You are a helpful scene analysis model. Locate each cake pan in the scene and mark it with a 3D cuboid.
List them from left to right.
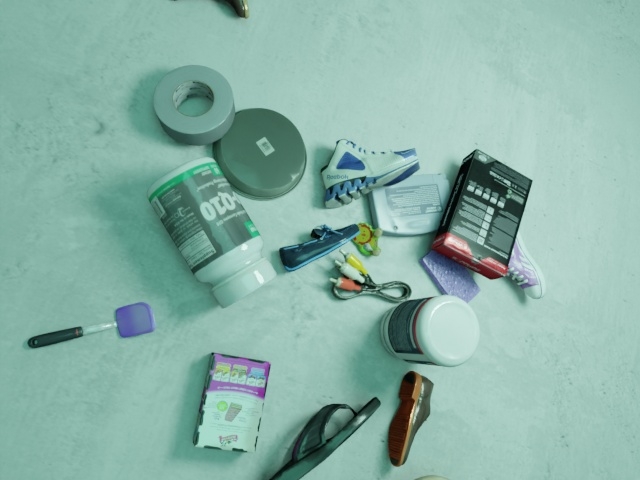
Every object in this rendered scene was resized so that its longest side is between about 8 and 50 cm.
[{"bbox_3d":[-0.172,-0.267,1.457,0.292,0.054,0.294,4,78,-19],"label":"cake pan"}]

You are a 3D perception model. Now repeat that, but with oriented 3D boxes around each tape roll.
[{"bbox_3d":[-0.352,-0.380,1.377,0.218,0.072,0.220,1,73,-5],"label":"tape roll"}]

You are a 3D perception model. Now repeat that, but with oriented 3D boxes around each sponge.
[{"bbox_3d":[0.427,0.115,1.606,0.117,0.031,0.210,-37,92,-22],"label":"sponge"}]

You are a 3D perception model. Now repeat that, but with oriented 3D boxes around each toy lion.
[{"bbox_3d":[0.142,-0.005,1.514,0.095,0.034,0.100,6,106,13],"label":"toy lion"}]

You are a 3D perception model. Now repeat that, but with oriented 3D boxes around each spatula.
[{"bbox_3d":[-0.574,0.223,1.234,0.296,0.030,0.084,-11,82,-20],"label":"spatula"}]

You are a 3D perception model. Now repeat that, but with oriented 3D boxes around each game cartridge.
[{"bbox_3d":[0.297,-0.113,1.593,0.293,0.060,0.196,-7,78,-20],"label":"game cartridge"}]

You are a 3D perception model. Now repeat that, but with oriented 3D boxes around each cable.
[{"bbox_3d":[0.150,0.142,1.482,0.287,0.072,0.140,25,78,-14],"label":"cable"}]

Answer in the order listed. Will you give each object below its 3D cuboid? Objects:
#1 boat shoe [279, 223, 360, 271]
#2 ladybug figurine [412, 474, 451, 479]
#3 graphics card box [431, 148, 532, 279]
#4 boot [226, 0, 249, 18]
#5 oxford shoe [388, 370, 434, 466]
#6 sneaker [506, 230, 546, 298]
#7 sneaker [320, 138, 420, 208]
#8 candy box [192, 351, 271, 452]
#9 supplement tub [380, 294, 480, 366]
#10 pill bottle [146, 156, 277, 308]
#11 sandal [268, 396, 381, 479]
[{"bbox_3d":[0.000,0.000,1.440,0.258,0.109,0.089,-27,86,-24],"label":"boat shoe"},{"bbox_3d":[0.323,0.876,1.353,0.304,0.162,0.450,-10,83,-21],"label":"ladybug figurine"},{"bbox_3d":[0.527,-0.086,1.583,0.232,0.094,0.371,26,70,-7],"label":"graphics card box"},{"bbox_3d":[-0.349,-0.762,1.490,0.206,0.090,0.249,-26,90,-10],"label":"boot"},{"bbox_3d":[0.275,0.532,1.441,0.098,0.097,0.272,26,72,-19],"label":"oxford shoe"},{"bbox_3d":[0.631,0.089,1.653,0.160,0.102,0.282,-22,77,-18],"label":"sneaker"},{"bbox_3d":[0.131,-0.239,1.484,0.315,0.127,0.182,-22,78,7],"label":"sneaker"},{"bbox_3d":[-0.233,0.426,1.293,0.159,0.071,0.234,14,75,-17],"label":"candy box"},{"bbox_3d":[0.304,0.260,1.405,0.190,0.272,0.191,4,79,-19],"label":"supplement tub"},{"bbox_3d":[-0.279,-0.018,1.292,0.204,0.204,0.361,-32,92,-22],"label":"pill bottle"},{"bbox_3d":[-0.022,0.536,1.305,0.445,0.168,0.107,-31,73,-22],"label":"sandal"}]
